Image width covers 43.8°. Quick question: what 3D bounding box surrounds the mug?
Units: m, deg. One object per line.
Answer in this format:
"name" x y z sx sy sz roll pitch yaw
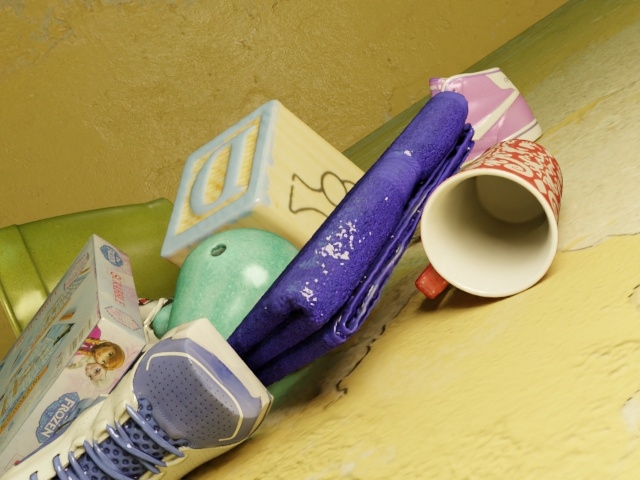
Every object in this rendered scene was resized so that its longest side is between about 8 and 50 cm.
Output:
"mug" 0.153 -0.028 0.741 0.150 0.113 0.169 -17 12 27

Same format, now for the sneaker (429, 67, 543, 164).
"sneaker" 0.170 -0.148 1.180 0.282 0.161 0.102 -35 10 -3

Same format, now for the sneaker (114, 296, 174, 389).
"sneaker" -0.199 0.128 1.066 0.330 0.146 0.122 -28 9 23

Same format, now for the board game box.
"board game box" -0.352 0.177 1.025 0.319 0.066 0.318 -52 24 5

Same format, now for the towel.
"towel" 0.030 0.010 0.768 0.308 0.076 0.228 -51 1 -36

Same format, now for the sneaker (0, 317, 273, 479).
"sneaker" -0.188 0.209 0.711 0.315 0.127 0.182 -35 9 39

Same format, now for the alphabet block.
"alphabet block" -0.068 -0.035 1.082 0.193 0.197 0.192 -25 42 37

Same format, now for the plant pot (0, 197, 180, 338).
"plant pot" -0.412 0.086 1.526 0.353 0.367 0.366 -25 5 -19

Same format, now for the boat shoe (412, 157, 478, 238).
"boat shoe" 0.162 -0.046 1.017 0.152 0.056 0.049 -40 11 21

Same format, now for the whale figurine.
"whale figurine" -0.115 0.094 0.886 0.216 0.141 0.272 8 45 33
